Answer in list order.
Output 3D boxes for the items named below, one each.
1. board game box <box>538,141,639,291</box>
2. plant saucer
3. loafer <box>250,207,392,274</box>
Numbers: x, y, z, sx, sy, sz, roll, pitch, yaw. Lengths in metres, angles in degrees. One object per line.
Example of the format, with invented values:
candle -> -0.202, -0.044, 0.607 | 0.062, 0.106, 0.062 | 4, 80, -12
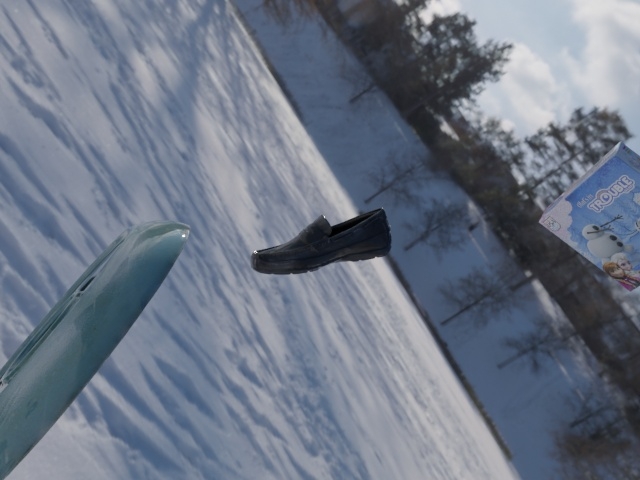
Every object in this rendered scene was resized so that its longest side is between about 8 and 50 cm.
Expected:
board game box -> 0.222, -0.014, 0.526 | 0.090, 0.020, 0.090 | 38, -37, 3
plant saucer -> -0.236, 0.095, 0.650 | 0.043, 0.317, 0.317 | 41, 10, -16
loafer -> 0.000, 0.000, 1.094 | 0.076, 0.223, 0.078 | -142, -138, -70
